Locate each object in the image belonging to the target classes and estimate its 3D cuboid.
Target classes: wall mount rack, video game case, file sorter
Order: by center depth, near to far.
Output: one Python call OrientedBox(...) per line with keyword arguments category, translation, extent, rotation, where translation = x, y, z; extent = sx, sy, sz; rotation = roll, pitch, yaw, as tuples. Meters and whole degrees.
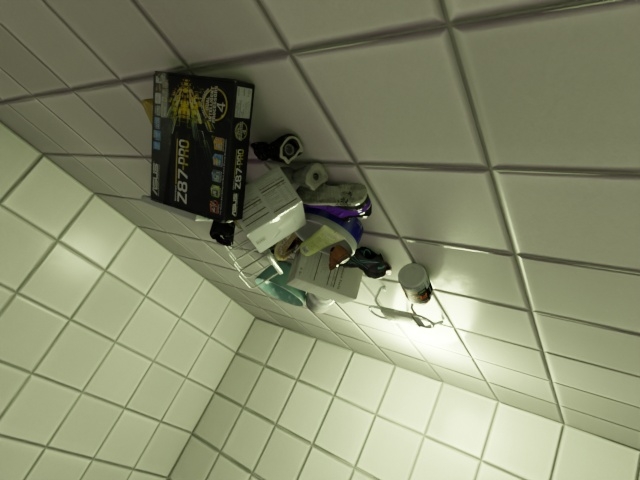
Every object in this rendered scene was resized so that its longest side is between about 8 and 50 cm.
OrientedBox(category="file sorter", translation=(-0.336, 0.055, 2.110), extent=(0.277, 0.173, 0.193), rotation=(56, 176, 34))
OrientedBox(category="wall mount rack", translation=(0.417, 0.343, 2.118), extent=(0.350, 0.130, 0.304), rotation=(6, 146, 43))
OrientedBox(category="video game case", translation=(-0.631, -0.152, 2.144), extent=(0.329, 0.036, 0.300), rotation=(19, -171, 21))

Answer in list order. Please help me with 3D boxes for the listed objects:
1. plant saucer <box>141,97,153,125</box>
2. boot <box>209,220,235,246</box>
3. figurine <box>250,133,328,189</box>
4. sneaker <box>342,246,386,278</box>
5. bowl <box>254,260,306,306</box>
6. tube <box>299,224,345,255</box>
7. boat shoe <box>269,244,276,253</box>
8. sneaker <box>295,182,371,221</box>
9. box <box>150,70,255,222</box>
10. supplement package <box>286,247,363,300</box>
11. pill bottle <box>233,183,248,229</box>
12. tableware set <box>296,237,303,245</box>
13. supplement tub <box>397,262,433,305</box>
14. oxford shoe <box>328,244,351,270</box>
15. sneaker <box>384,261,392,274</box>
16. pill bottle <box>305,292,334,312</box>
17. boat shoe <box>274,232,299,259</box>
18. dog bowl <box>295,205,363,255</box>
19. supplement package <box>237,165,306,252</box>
OrientedBox(category="plant saucer", translation=(-0.432, -0.356, 1.589), extent=(0.333, 0.081, 0.333), rotation=(25, 158, 5))
OrientedBox(category="boot", translation=(-0.438, -0.115, 1.938), extent=(0.094, 0.207, 0.246), rotation=(-11, 138, 21))
OrientedBox(category="figurine", translation=(-0.109, -0.251, 1.458), extent=(0.209, 0.092, 0.215), rotation=(13, 156, 51))
OrientedBox(category="sneaker", translation=(0.162, 0.067, 1.861), extent=(0.267, 0.101, 0.106), rotation=(20, 128, 37))
OrientedBox(category="bowl", translation=(-0.197, 0.229, 2.517), extent=(0.311, 0.163, 0.311), rotation=(24, 158, 11))
OrientedBox(category="tube", translation=(0.000, 0.000, 1.639), extent=(0.070, 0.062, 0.240), rotation=(-11, 170, -29))
OrientedBox(category="boat shoe", translation=(-0.217, 0.028, 2.118), extent=(0.084, 0.079, 0.233), rotation=(19, 171, 2))
OrientedBox(category="sneaker", translation=(0.046, -0.122, 1.521), extent=(0.293, 0.102, 0.146), rotation=(11, 154, 35))
OrientedBox(category="box", translation=(-0.358, -0.280, 1.318), extent=(0.318, 0.395, 0.097), rotation=(18, -161, 29))
OrientedBox(category="supplement package", translation=(0.022, 0.152, 2.008), extent=(0.293, 0.175, 0.177), rotation=(21, 160, -12))
OrientedBox(category="pill bottle", translation=(-0.327, -0.155, 1.840), extent=(0.136, 0.136, 0.245), rotation=(21, 157, 17))
OrientedBox(category="tableware set", translation=(-0.160, -0.019, 2.081), extent=(0.194, 0.039, 0.128), rotation=(25, 158, 7))
OrientedBox(category="supplement tub", translation=(0.385, 0.182, 1.788), extent=(0.117, 0.117, 0.190), rotation=(13, 155, 32))
OrientedBox(category="oxford shoe", translation=(0.064, 0.062, 1.704), extent=(0.076, 0.076, 0.212), rotation=(56, 162, 8))
OrientedBox(category="sneaker", translation=(0.247, 0.109, 1.887), extent=(0.118, 0.042, 0.067), rotation=(15, 160, 10))
OrientedBox(category="pill bottle", translation=(0.007, 0.296, 2.430), extent=(0.160, 0.160, 0.283), rotation=(26, 159, 3))
OrientedBox(category="boat shoe", translation=(-0.138, 0.008, 1.966), extent=(0.089, 0.104, 0.285), rotation=(29, 146, 9))
OrientedBox(category="dog bowl", translation=(0.028, -0.045, 1.715), extent=(0.265, 0.104, 0.265), rotation=(23, 158, 10))
OrientedBox(category="supplement package", translation=(-0.174, -0.094, 1.485), extent=(0.145, 0.204, 0.262), rotation=(56, 174, 13))
